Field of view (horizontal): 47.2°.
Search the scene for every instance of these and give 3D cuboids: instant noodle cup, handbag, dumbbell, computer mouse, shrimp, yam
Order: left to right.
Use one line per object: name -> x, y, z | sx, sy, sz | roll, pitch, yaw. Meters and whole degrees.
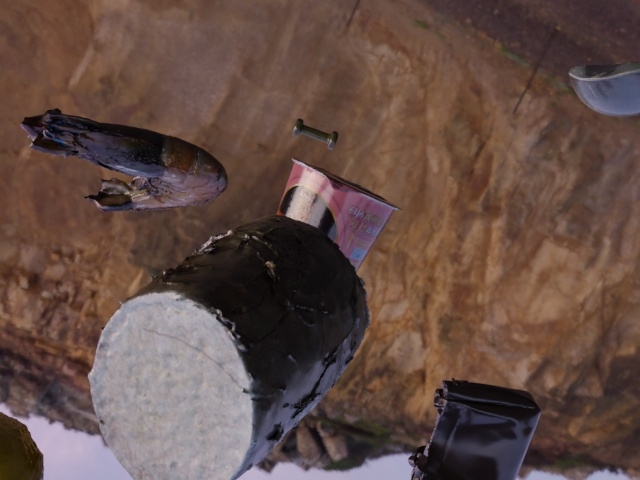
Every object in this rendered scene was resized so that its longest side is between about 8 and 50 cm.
shrimp -> -0.274, -0.094, 0.975 | 0.290, 0.054, 0.222 | 18, 154, -41
yam -> -0.088, 0.113, 0.823 | 0.241, 0.241, 0.348 | 28, -160, 11
dumbbell -> -0.013, -0.272, 1.868 | 0.118, 0.046, 0.052 | 20, -152, -4
instant noodle cup -> 0.000, 0.000, 1.398 | 0.243, 0.255, 0.244 | 25, -175, -2
handbag -> 0.344, 0.457, 1.663 | 0.257, 0.285, 0.113 | 15, -169, -16
computer mouse -> 0.605, -0.281, 1.401 | 0.379, 0.090, 0.167 | -6, -168, -44

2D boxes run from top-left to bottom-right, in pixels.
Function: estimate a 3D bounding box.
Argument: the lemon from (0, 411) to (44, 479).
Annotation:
lemon -> -0.586, 0.403, 1.191 | 0.268, 0.268, 0.322 | 19, 162, -24
